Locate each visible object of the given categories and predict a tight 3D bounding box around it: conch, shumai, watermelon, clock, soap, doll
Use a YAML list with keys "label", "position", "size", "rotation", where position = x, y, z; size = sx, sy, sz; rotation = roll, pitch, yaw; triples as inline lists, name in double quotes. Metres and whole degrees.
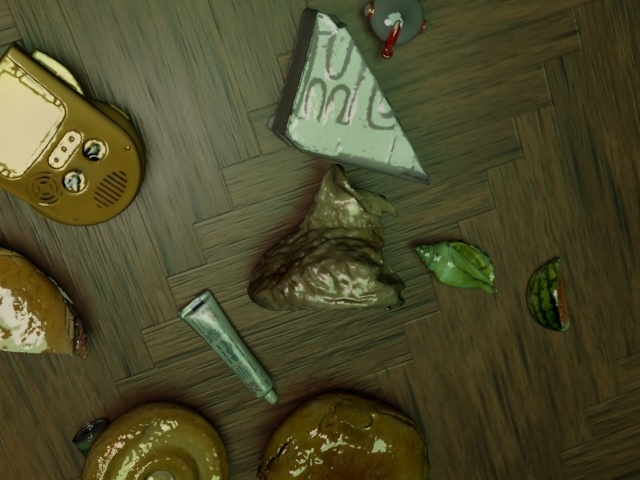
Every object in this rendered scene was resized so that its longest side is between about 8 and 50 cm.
- label: "conch"
  position: [0.274, 0.047, 1.474]
  size: [0.200, 0.079, 0.095]
  rotation: [12, 88, -28]
- label: "shumai"
  position: [0.000, 0.000, 1.350]
  size: [0.314, 0.267, 0.263]
  rotation: [-5, 84, 31]
- label: "watermelon"
  position: [0.478, 0.127, 1.522]
  size: [0.086, 0.069, 0.163]
  rotation: [-16, 106, -3]
- label: "clock"
  position: [-0.454, -0.157, 1.273]
  size: [0.317, 0.200, 0.244]
  rotation: [37, 93, -22]
- label: "soap"
  position: [0.080, -0.263, 1.340]
  size: [0.302, 0.159, 0.258]
  rotation: [14, 98, -12]
- label: "doll"
  position: [0.151, -0.451, 1.348]
  size: [0.142, 0.076, 0.245]
  rotation: [13, 96, -10]

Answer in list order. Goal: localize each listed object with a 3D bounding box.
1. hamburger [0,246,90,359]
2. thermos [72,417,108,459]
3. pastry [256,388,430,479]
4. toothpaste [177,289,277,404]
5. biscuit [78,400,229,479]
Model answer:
- label: "hamburger"
  position: [-0.571, 0.110, 1.333]
  size: [0.282, 0.155, 0.246]
  rotation: [-5, 96, -12]
- label: "thermos"
  position: [-0.411, 0.448, 1.471]
  size: [0.073, 0.083, 0.188]
  rotation: [-12, 110, 38]
- label: "pastry"
  position: [0.050, 0.463, 1.489]
  size: [0.355, 0.164, 0.356]
  rotation: [-2, 102, -10]
- label: "toothpaste"
  position: [-0.172, 0.221, 1.463]
  size: [0.069, 0.047, 0.268]
  rotation: [-33, 103, 20]
- label: "biscuit"
  position: [-0.313, 0.462, 1.427]
  size: [0.296, 0.102, 0.297]
  rotation: [-3, 97, -29]
